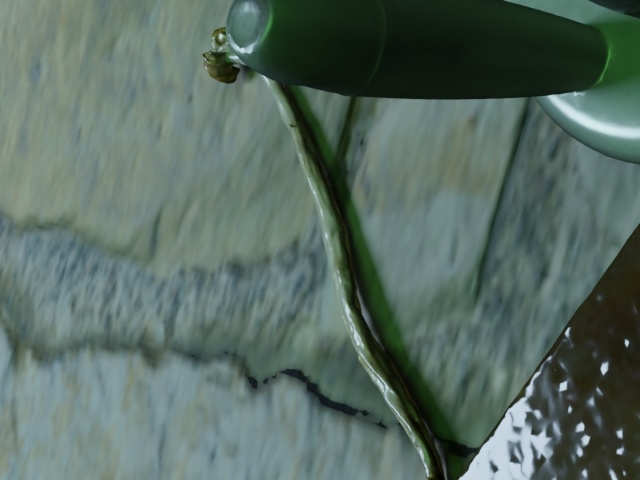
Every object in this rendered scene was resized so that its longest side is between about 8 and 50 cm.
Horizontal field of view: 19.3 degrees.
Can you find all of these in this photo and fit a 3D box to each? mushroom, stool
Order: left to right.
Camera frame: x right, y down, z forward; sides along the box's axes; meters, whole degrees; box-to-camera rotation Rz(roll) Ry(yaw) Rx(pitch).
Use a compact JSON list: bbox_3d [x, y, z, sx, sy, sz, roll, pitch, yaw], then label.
[{"bbox_3d":[0.002,-0.004,0.891,0.286,0.026,0.028,61,138,34],"label":"mushroom"},{"bbox_3d":[0.094,-0.143,0.703,0.195,0.198,0.195,-11,71,42],"label":"stool"}]

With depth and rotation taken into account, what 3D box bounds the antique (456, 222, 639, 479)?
[{"bbox_3d":[0.133,0.068,0.680,0.310,0.093,0.087,-57,46,19],"label":"antique"}]
